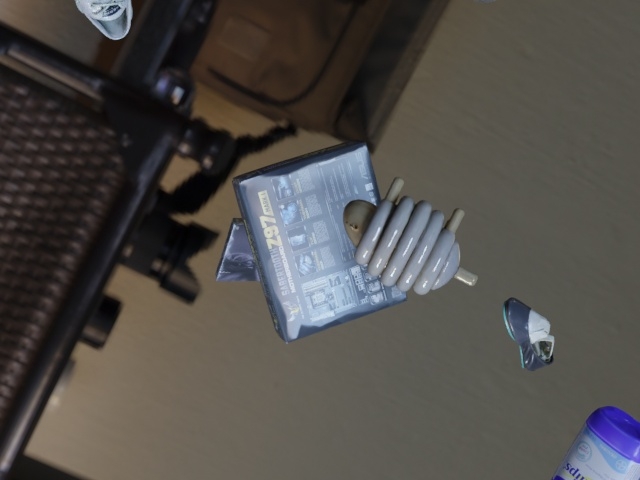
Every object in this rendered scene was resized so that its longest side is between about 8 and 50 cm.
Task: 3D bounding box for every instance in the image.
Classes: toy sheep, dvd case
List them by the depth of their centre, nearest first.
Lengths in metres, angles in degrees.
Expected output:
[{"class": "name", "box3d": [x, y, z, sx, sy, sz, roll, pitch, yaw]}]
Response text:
[{"class": "toy sheep", "box3d": [0.079, 0.003, 1.015, 0.091, 0.132, 0.091, -63, 174, -13]}, {"class": "dvd case", "box3d": [-0.053, 0.019, 1.931, 0.165, 0.221, 0.018, 113, -28, -50]}]

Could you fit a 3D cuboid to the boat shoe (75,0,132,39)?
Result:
[{"class": "boat shoe", "box3d": [-0.270, -0.316, 1.466, 0.083, 0.076, 0.226, -23, 174, 1]}]

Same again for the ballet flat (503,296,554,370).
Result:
[{"class": "ballet flat", "box3d": [0.376, 0.164, 2.054, 0.074, 0.203, 0.074, -12, -131, 14]}]

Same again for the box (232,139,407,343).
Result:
[{"class": "box", "box3d": [0.000, 0.000, 1.568, 0.059, 0.183, 0.233, -156, -132, -73]}]

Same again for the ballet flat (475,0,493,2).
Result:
[{"class": "ballet flat", "box3d": [0.080, -0.266, 0.765, 0.084, 0.058, 0.250, -27, -122, 31]}]

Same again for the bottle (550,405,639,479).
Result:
[{"class": "bottle", "box3d": [0.439, 0.413, 1.916, 0.118, 0.092, 0.283, 40, -66, 33]}]
